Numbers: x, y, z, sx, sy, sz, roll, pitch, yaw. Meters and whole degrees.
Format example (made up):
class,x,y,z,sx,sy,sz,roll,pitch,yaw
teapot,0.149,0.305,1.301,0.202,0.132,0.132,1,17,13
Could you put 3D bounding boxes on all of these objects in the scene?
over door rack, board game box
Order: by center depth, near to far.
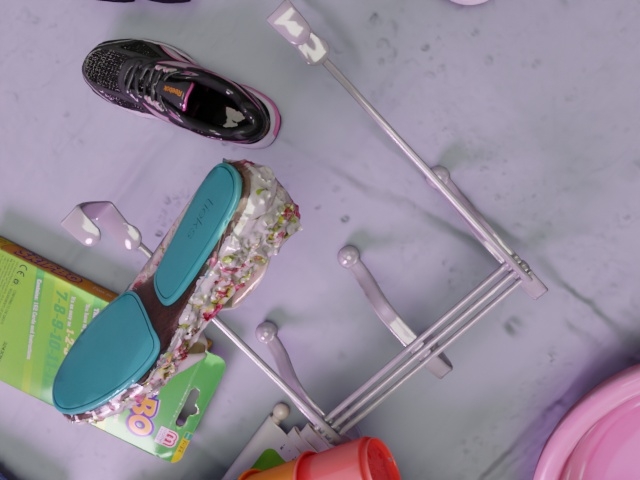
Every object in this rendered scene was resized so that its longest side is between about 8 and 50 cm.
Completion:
class,x,y,z,sx,sy,sz,roll,pitch,yaw
over door rack,0.000,0.000,0.549,0.239,0.108,0.324,-43,107,9
board game box,-0.227,0.107,0.626,0.260,0.039,0.124,27,101,1

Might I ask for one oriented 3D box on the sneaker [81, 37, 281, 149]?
class,x,y,z,sx,sy,sz,roll,pitch,yaw
sneaker,-0.122,-0.131,0.558,0.178,0.077,0.071,16,99,1

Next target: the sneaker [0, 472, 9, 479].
class,x,y,z,sx,sy,sz,roll,pitch,yaw
sneaker,-0.367,0.236,0.633,0.211,0.080,0.081,22,103,-2

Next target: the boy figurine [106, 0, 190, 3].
class,x,y,z,sx,sy,sz,roll,pitch,yaw
boy figurine,-0.145,-0.341,0.516,0.177,0.092,0.285,8,102,13

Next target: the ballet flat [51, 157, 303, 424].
class,x,y,z,sx,sy,sz,roll,pitch,yaw
ballet flat,-0.097,0.049,0.463,0.241,0.091,0.077,-48,139,16

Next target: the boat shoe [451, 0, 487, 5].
class,x,y,z,sx,sy,sz,roll,pitch,yaw
boat shoe,0.066,-0.314,0.507,0.098,0.096,0.277,-35,96,8

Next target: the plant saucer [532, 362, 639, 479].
class,x,y,z,sx,sy,sz,roll,pitch,yaw
plant saucer,0.354,0.248,0.558,0.332,0.084,0.331,3,99,21

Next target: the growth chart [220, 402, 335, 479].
class,x,y,z,sx,sy,sz,roll,pitch,yaw
growth chart,-0.006,0.268,0.590,0.237,0.021,0.171,31,94,34

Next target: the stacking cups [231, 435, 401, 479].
class,x,y,z,sx,sy,sz,roll,pitch,yaw
stacking cups,-0.076,0.260,0.573,0.316,0.096,0.096,-25,98,23
